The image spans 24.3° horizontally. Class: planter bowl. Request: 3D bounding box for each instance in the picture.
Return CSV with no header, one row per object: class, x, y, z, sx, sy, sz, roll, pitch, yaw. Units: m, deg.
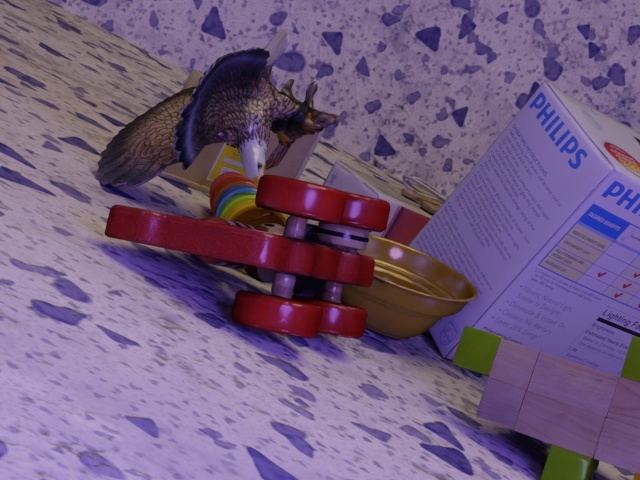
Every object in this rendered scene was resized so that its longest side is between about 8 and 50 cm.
planter bowl,0.095,0.071,1.991,0.217,0.090,0.217,19,15,-5

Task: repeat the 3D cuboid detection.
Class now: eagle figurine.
eagle figurine,-0.128,-0.163,1.996,0.298,0.226,0.225,1,30,-36

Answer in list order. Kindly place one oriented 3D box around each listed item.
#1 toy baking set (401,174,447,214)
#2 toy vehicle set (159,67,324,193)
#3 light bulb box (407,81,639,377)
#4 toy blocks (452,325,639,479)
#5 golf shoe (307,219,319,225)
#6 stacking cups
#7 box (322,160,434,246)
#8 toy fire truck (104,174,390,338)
toy baking set,0.224,-0.055,2.468,0.196,0.030,0.256,28,10,-3
toy vehicle set,-0.129,-0.146,2.306,0.267,0.166,0.035,20,13,-44
light bulb box,0.370,0.021,2.137,0.358,0.361,0.225,22,28,-36
toy blocks,0.365,0.220,1.756,0.381,0.191,0.261,17,-4,25
golf shoe,0.000,0.000,2.201,0.086,0.067,0.186,22,11,-26
stacking cups,-0.105,-0.029,2.043,0.096,0.096,0.316,26,5,-13
box,0.113,-0.015,2.424,0.232,0.127,0.148,21,13,-37
toy fire truck,-0.074,0.008,1.734,0.254,0.169,0.302,12,1,26
